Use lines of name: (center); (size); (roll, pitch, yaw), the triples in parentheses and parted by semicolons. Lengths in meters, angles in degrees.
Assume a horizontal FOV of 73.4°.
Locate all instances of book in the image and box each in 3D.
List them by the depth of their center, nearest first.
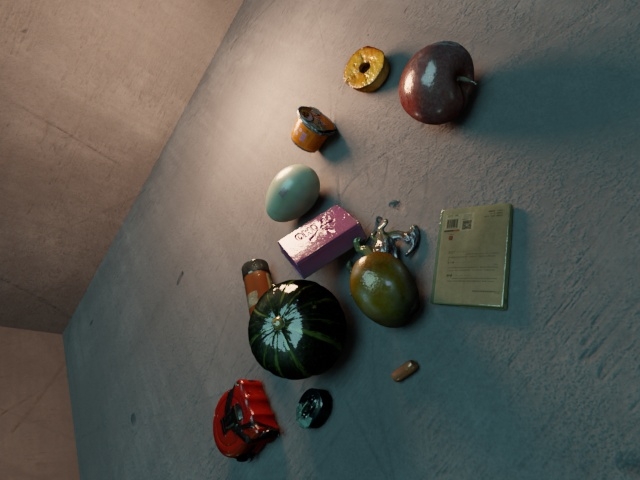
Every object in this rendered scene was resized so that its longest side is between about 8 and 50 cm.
book: (0.408, 0.040, 1.168); (0.214, 0.025, 0.283); (-2, 71, 45)

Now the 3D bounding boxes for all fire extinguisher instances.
fire extinguisher: (-0.221, 0.269, 1.659); (0.200, 0.113, 0.376); (95, 162, -50)

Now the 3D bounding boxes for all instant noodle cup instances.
instant noodle cup: (-0.039, -0.434, 1.722); (0.126, 0.177, 0.208); (-55, 11, 34)

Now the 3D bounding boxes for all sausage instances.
sausage: (0.233, 0.365, 1.196); (0.083, 0.034, 0.034); (-45, 47, 23)

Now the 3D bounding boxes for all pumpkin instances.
pumpkin: (-0.075, 0.279, 1.364); (0.322, 0.241, 0.324); (-9, 63, 18)

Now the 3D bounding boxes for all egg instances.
egg: (-0.112, -0.177, 1.660); (0.264, 0.182, 0.183); (-46, 46, 30)

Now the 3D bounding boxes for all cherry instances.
cherry: (0.354, -0.476, 1.304); (0.236, 0.212, 0.285); (-58, 34, -3)

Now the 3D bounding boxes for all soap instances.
soap: (-0.001, -0.002, 1.455); (0.259, 0.081, 0.181); (-31, 36, -9)

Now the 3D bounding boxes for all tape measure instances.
tape measure: (-0.276, 0.646, 1.525); (0.260, 0.113, 0.253); (-50, 45, 18)

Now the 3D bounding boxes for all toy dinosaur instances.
toy dinosaur: (0.179, 0.042, 1.354); (0.294, 0.077, 0.162); (-52, 47, 16)

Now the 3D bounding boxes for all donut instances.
donut: (0.183, -0.649, 1.648); (0.190, 0.074, 0.175); (18, 85, 43)

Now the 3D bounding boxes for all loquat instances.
loquat: (0.182, 0.144, 1.228); (0.179, 0.179, 0.228); (-32, 83, 31)

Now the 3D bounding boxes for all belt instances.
belt: (-0.025, 0.533, 1.364); (0.140, 0.058, 0.105); (-60, 40, 9)
